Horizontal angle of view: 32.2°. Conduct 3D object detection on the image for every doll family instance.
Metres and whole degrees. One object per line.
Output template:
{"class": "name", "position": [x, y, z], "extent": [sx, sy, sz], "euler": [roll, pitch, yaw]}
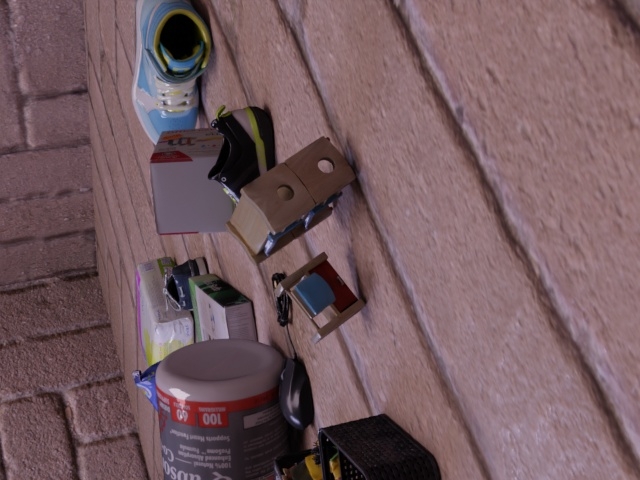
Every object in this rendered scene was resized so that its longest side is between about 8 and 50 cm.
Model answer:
{"class": "doll family", "position": [0.018, 0.320, 1.450], "extent": [0.076, 0.111, 0.193], "euler": [60, 180, -44]}

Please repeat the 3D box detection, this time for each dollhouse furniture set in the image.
{"class": "dollhouse furniture set", "position": [0.000, 0.000, 1.319], "extent": [0.183, 0.129, 0.129], "euler": [52, 158, 7]}

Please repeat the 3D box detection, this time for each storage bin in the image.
{"class": "storage bin", "position": [0.068, 0.287, 1.278], "extent": [0.180, 0.084, 0.122], "euler": [-150, 52, -70]}

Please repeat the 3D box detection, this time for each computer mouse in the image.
{"class": "computer mouse", "position": [-0.054, 0.170, 1.683], "extent": [0.071, 0.041, 0.242], "euler": [154, 106, -74]}

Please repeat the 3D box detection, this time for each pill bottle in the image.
{"class": "pill bottle", "position": [-0.151, 0.360, 1.798], "extent": [0.210, 0.210, 0.362], "euler": [-141, 46, -66]}

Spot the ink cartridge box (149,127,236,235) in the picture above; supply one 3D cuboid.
{"class": "ink cartridge box", "position": [-0.196, -0.098, 1.770], "extent": [0.176, 0.128, 0.127], "euler": [-96, 2, -70]}

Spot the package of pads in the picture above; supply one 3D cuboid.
{"class": "package of pads", "position": [-0.372, 0.223, 2.652], "extent": [0.229, 0.101, 0.296], "euler": [-116, 23, -44]}

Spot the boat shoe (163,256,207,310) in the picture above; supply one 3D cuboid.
{"class": "boat shoe", "position": [-0.295, 0.100, 2.366], "extent": [0.254, 0.079, 0.095], "euler": [141, 117, -71]}

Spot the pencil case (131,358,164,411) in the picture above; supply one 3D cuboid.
{"class": "pencil case", "position": [-0.226, 0.350, 2.045], "extent": [0.306, 0.119, 0.133], "euler": [61, 165, 0]}

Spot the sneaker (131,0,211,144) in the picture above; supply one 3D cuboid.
{"class": "sneaker", "position": [-0.262, -0.282, 1.960], "extent": [0.208, 0.127, 0.319], "euler": [-127, 30, -59]}

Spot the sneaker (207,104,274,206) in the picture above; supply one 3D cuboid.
{"class": "sneaker", "position": [-0.122, -0.091, 1.655], "extent": [0.084, 0.097, 0.234], "euler": [-137, 40, -64]}

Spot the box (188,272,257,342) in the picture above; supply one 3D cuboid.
{"class": "box", "position": [-0.178, 0.201, 2.085], "extent": [0.322, 0.058, 0.232], "euler": [-158, 59, -69]}

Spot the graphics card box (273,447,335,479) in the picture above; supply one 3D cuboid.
{"class": "graphics card box", "position": [0.004, 0.509, 1.598], "extent": [0.233, 0.094, 0.371], "euler": [-122, 26, -52]}
